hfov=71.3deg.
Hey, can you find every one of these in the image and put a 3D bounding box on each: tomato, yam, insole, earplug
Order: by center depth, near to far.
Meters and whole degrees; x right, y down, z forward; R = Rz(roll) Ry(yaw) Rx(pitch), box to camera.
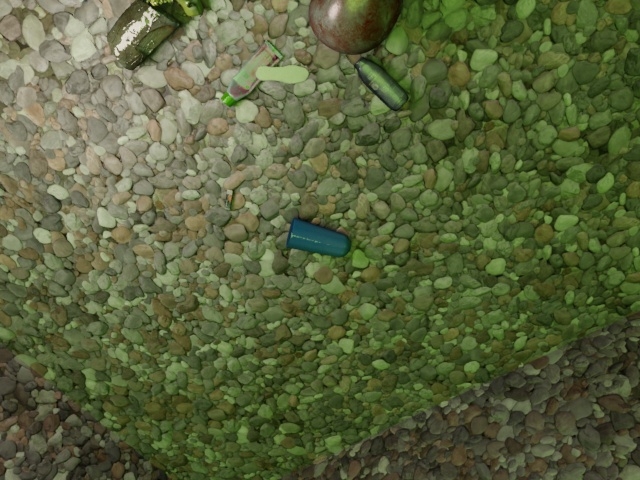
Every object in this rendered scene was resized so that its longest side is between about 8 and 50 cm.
[{"bbox_3d":[0.107,-0.765,1.440,0.283,0.316,0.316,28,114,-28],"label":"tomato"},{"bbox_3d":[-0.628,-0.732,1.559,0.255,0.154,0.154,-32,111,20],"label":"yam"},{"bbox_3d":[-0.143,-0.619,1.663,0.197,0.004,0.065,-3,114,-9],"label":"insole"},{"bbox_3d":[0.000,0.000,1.919,0.273,0.132,0.132,15,115,-10],"label":"earplug"}]

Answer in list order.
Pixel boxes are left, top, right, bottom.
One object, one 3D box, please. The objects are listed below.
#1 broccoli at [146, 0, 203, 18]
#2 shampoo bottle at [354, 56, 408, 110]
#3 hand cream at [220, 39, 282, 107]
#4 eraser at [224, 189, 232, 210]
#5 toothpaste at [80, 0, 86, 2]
[{"bbox_3d":[-0.462,-0.865,1.436,0.242,0.180,0.273,-47,117,-17],"label":"broccoli"},{"bbox_3d":[0.224,-0.586,1.665,0.234,0.049,0.087,38,112,-16],"label":"shampoo bottle"},{"bbox_3d":[-0.266,-0.616,1.667,0.275,0.050,0.079,-43,134,14],"label":"hand cream"},{"bbox_3d":[-0.390,-0.170,1.896,0.027,0.019,0.099,11,115,-4],"label":"eraser"},{"bbox_3d":[-0.869,-0.905,1.536,0.046,0.034,0.164,-36,110,20],"label":"toothpaste"}]
